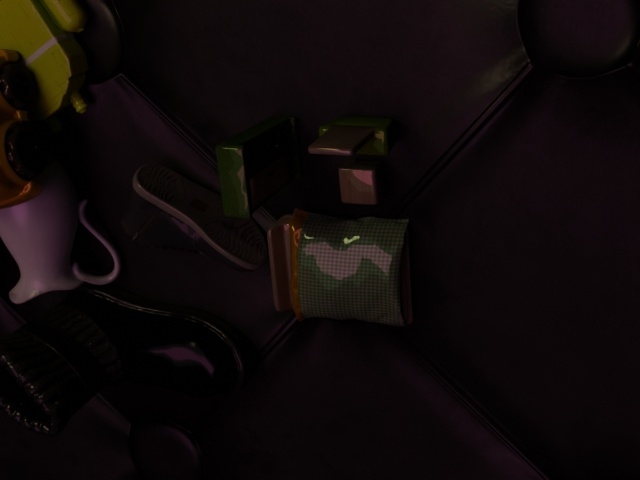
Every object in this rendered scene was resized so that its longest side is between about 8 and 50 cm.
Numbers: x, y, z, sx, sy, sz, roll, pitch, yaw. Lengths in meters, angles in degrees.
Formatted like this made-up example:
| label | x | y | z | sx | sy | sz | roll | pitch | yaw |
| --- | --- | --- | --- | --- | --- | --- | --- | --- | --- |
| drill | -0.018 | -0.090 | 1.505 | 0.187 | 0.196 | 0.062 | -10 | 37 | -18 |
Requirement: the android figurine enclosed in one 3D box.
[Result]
| label | x | y | z | sx | sy | sz | roll | pitch | yaw |
| --- | --- | --- | --- | --- | --- | --- | --- | --- | --- |
| android figurine | -0.435 | -0.285 | 1.601 | 0.248 | 0.056 | 0.273 | -31 | 96 | 33 |

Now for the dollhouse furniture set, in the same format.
| label | x | y | z | sx | sy | sz | roll | pitch | yaw |
| --- | --- | --- | --- | --- | --- | --- | --- | --- | --- |
| dollhouse furniture set | 0.000 | 0.000 | 1.459 | 0.197 | 0.151 | 0.301 | 5 | 115 | 24 |

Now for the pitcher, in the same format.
| label | x | y | z | sx | sy | sz | roll | pitch | yaw |
| --- | --- | --- | --- | --- | --- | --- | --- | --- | --- |
| pitcher | -0.398 | -0.020 | 1.677 | 0.178 | 0.125 | 0.207 | -8 | 110 | -9 |

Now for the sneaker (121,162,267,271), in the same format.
| label | x | y | z | sx | sy | sz | roll | pitch | yaw |
| --- | --- | --- | --- | --- | --- | --- | --- | --- | --- |
| sneaker | -0.181 | -0.012 | 1.600 | 0.222 | 0.083 | 0.118 | 36 | 139 | 4 |

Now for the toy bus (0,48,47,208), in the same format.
| label | x | y | z | sx | sy | sz | roll | pitch | yaw |
| --- | --- | --- | --- | --- | --- | --- | --- | --- | --- |
| toy bus | -0.501 | -0.155 | 1.514 | 0.149 | 0.211 | 0.220 | -11 | 85 | 26 |

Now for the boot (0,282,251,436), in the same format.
| label | x | y | z | sx | sy | sz | roll | pitch | yaw |
| --- | --- | --- | --- | --- | --- | --- | --- | --- | --- |
| boot | -0.304 | 0.193 | 1.632 | 0.348 | 0.260 | 0.131 | 15 | 118 | 20 |
